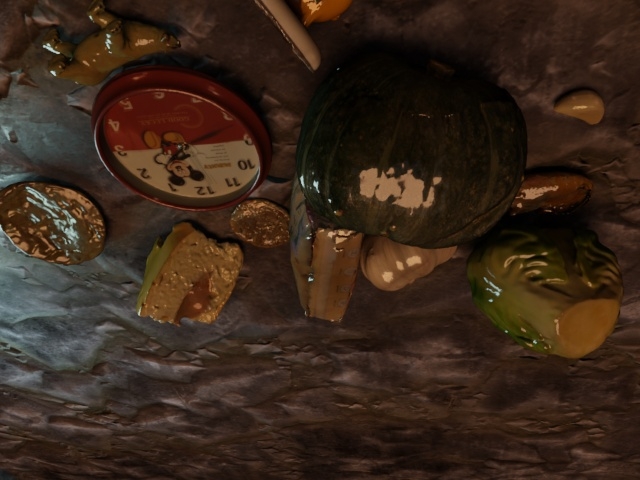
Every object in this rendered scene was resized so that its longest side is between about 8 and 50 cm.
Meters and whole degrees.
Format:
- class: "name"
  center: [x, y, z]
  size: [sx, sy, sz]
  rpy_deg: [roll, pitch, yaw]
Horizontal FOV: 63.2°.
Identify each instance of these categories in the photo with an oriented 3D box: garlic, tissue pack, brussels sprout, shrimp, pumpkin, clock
- class: "garlic"
  center: [0.421, -0.212, 0.829]
  size: [0.083, 0.041, 0.053]
  rpy_deg: [17, 142, -21]
- class: "garlic"
  center: [0.136, -0.025, 1.002]
  size: [0.199, 0.199, 0.226]
  rpy_deg: [-26, 98, 30]
- class: "tissue pack"
  center: [0.000, 0.000, 0.981]
  size: [0.122, 0.215, 0.257]
  rpy_deg: [0, 137, -10]
- class: "brussels sprout"
  center: [0.419, 0.075, 0.979]
  size: [0.259, 0.294, 0.227]
  rpy_deg: [-4, 121, -12]
- class: "shrimp"
  center: [0.366, -0.070, 0.969]
  size: [0.261, 0.066, 0.117]
  rpy_deg: [-5, 136, 17]
- class: "pumpkin"
  center: [0.133, -0.136, 0.774]
  size: [0.327, 0.292, 0.258]
  rpy_deg: [7, 117, -14]
- class: "clock"
  center: [-0.243, -0.173, 0.927]
  size: [0.318, 0.080, 0.319]
  rpy_deg: [1, 143, 1]

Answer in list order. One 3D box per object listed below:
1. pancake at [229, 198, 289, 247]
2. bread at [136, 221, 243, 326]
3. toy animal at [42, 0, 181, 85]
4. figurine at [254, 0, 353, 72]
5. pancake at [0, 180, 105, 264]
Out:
- class: "pancake"
  center: [-0.124, -0.034, 1.102]
  size: [0.139, 0.022, 0.140]
  rpy_deg: [3, 137, 3]
- class: "bread"
  center: [-0.312, 0.076, 1.207]
  size: [0.183, 0.224, 0.211]
  rpy_deg: [24, 176, -26]
- class: "toy animal"
  center: [-0.328, -0.301, 0.810]
  size: [0.218, 0.103, 0.101]
  rpy_deg: [-20, 150, 23]
- class: "figurine"
  center: [-0.039, -0.364, 0.678]
  size: [0.141, 0.167, 0.250]
  rpy_deg: [-38, 110, 11]
- class: "pancake"
  center: [-0.581, -0.043, 1.141]
  size: [0.241, 0.050, 0.242]
  rpy_deg: [-2, 135, -2]
